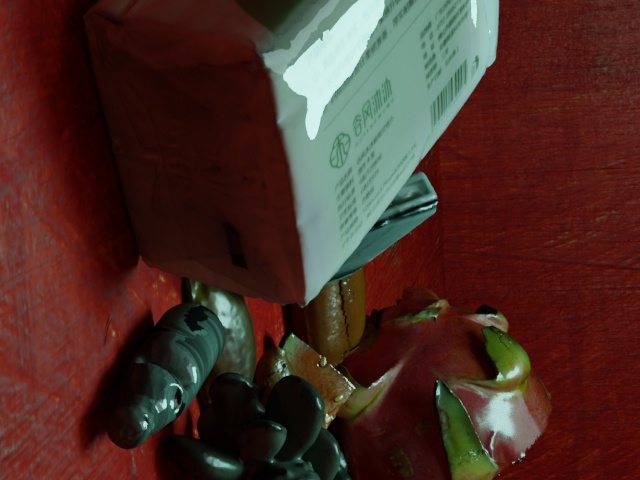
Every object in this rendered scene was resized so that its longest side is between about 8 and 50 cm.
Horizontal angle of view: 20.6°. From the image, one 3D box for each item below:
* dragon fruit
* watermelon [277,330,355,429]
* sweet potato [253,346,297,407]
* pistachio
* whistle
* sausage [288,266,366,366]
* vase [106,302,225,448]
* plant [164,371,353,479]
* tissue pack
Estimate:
[{"bbox_3d":[0.129,0.190,2.266,0.225,0.305,0.305,62,15,-10],"label":"dragon fruit"},{"bbox_3d":[-0.010,0.157,1.925,0.125,0.094,0.135,-66,150,-51],"label":"watermelon"},{"bbox_3d":[-0.041,0.197,1.858,0.056,0.056,0.195,-73,164,-62],"label":"sweet potato"},{"bbox_3d":[-0.086,0.084,1.612,0.089,0.049,0.173,-78,163,-59],"label":"pistachio"},{"bbox_3d":[-0.020,-0.034,1.595,0.290,0.163,0.163,139,-42,-59],"label":"whistle"},{"bbox_3d":[0.000,0.000,2.006,0.102,0.102,0.330,-73,160,-61],"label":"sausage"},{"bbox_3d":[-0.124,0.108,1.361,0.211,0.060,0.060,-58,145,-70],"label":"vase"},{"bbox_3d":[-0.041,0.213,1.567,0.149,0.146,0.274,42,-19,34],"label":"plant"},{"bbox_3d":[-0.009,-0.162,1.405,0.356,0.194,0.266,-52,147,-38],"label":"tissue pack"}]
